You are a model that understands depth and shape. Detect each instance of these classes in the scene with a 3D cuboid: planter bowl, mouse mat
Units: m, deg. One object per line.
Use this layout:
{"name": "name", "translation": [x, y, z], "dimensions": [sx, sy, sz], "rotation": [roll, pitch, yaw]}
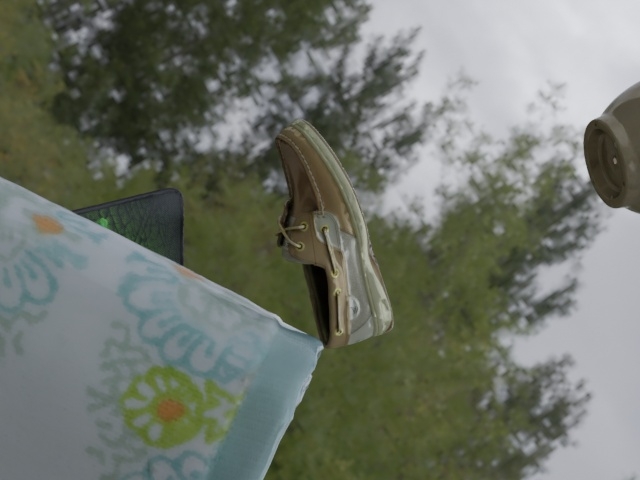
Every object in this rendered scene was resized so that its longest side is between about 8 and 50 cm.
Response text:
{"name": "planter bowl", "translation": [0.342, -0.092, 1.368], "dimensions": [0.162, 0.109, 0.162], "rotation": [165, -90, -80]}
{"name": "mouse mat", "translation": [-0.187, 0.050, 1.153], "dimensions": [0.007, 0.153, 0.189], "rotation": [41, -42, 45]}

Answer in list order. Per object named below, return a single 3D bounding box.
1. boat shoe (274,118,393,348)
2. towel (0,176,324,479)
{"name": "boat shoe", "translation": [0.000, 0.000, 0.730], "dimensions": [0.050, 0.045, 0.135], "rotation": [25, -41, 67]}
{"name": "towel", "translation": [-0.216, 0.152, 0.729], "dimensions": [0.321, 0.374, 0.090], "rotation": [26, 4, -1]}
